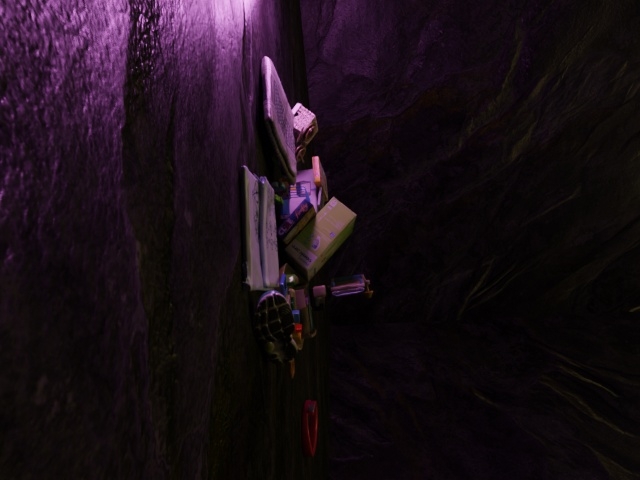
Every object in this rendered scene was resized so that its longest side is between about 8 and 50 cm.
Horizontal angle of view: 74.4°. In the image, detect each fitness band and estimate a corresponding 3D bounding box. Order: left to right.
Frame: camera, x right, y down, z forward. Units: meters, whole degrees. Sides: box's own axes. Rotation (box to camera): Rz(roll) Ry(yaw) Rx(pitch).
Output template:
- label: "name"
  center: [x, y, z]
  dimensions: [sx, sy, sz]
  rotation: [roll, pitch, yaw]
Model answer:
- label: "fitness band"
  center: [-0.049, 0.857, 1.931]
  dimensions: [0.291, 0.054, 0.209]
  rotation: [30, 59, -84]

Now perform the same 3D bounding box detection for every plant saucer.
- label: "plant saucer"
  center: [-0.126, 0.200, 1.453]
  dimensions: [0.241, 0.037, 0.241]
  rotation: [-4, 90, -86]

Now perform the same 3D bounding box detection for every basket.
- label: "basket"
  center: [-0.084, -0.521, 1.912]
  dimensions: [0.113, 0.103, 0.167]
  rotation: [-53, 169, -6]

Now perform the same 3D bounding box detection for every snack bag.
- label: "snack bag"
  center: [-0.161, -0.022, 1.158]
  dimensions: [0.342, 0.037, 0.323]
  rotation: [58, 29, -82]

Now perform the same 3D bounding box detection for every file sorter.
- label: "file sorter"
  center: [-0.097, -0.142, 1.690]
  dimensions: [0.170, 0.104, 0.118]
  rotation: [64, 23, -81]

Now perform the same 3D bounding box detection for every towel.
- label: "towel"
  center: [-0.130, -0.399, 1.437]
  dimensions: [0.324, 0.056, 0.312]
  rotation: [70, 11, -57]

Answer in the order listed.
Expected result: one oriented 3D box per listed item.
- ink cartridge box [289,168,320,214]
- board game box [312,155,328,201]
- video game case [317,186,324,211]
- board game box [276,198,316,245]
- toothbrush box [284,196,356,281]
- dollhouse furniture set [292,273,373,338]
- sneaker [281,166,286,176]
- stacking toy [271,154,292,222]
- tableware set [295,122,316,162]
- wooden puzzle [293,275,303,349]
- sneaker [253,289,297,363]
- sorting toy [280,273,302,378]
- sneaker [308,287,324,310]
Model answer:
- label: "ink cartridge box"
  center: [-0.064, -0.149, 1.972]
  dimensions: [0.226, 0.131, 0.306]
  rotation: [79, 7, -47]
- label: "board game box"
  center: [0.002, -0.276, 1.959]
  dimensions: [0.259, 0.039, 0.124]
  rotation: [66, 19, -72]
- label: "video game case"
  center: [0.004, -0.180, 1.907]
  dimensions: [0.122, 0.011, 0.087]
  rotation: [66, 29, -72]
- label: "board game box"
  center: [-0.082, -0.052, 1.560]
  dimensions: [0.165, 0.042, 0.243]
  rotation: [-49, 170, -5]
- label: "toothbrush box"
  center: [0.000, 0.000, 1.635]
  dimensions: [0.283, 0.122, 0.206]
  rotation: [-46, 168, -15]
- label: "dollhouse furniture set"
  center: [0.062, 0.252, 1.596]
  dimensions: [0.286, 0.303, 0.198]
  rotation: [-15, 96, -87]
- label: "sneaker"
  center: [-0.131, -0.294, 1.665]
  dimensions: [0.152, 0.058, 0.085]
  rotation: [-105, -178, -76]
- label: "stacking toy"
  center: [-0.142, -0.176, 1.489]
  dimensions: [0.221, 0.052, 0.167]
  rotation: [62, 23, -70]
- label: "tableware set"
  center: [-0.069, -0.427, 1.878]
  dimensions: [0.128, 0.039, 0.194]
  rotation: [-40, 163, -55]
- label: "wooden puzzle"
  center: [-0.105, 0.287, 1.704]
  dimensions: [0.221, 0.044, 0.239]
  rotation: [-81, 162, -71]
- label: "sneaker"
  center: [-0.130, 0.226, 1.136]
  dimensions: [0.275, 0.107, 0.110]
  rotation: [89, -18, -44]
- label: "sorting toy"
  center: [-0.085, 0.270, 1.364]
  dimensions: [0.196, 0.047, 0.348]
  rotation: [-78, 164, -77]
- label: "sneaker"
  center: [-0.021, 0.337, 2.426]
  dimensions: [0.276, 0.097, 0.135]
  rotation: [44, 43, -81]
